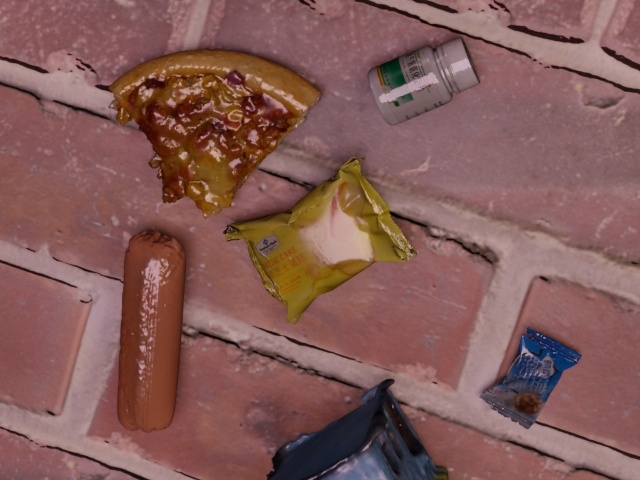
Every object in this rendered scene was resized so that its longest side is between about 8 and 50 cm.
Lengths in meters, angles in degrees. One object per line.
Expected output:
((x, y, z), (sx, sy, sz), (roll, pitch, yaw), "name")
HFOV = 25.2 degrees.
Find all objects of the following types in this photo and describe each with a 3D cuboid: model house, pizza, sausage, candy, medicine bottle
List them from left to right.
((-0.233, 0.128, 1.965), (0.086, 0.086, 0.289), (7, 104, 6), "sausage")
((-0.147, -0.138, 1.890), (0.290, 0.081, 0.228), (5, 105, 5), "pizza")
((0.075, 0.382, 1.905), (0.215, 0.237, 0.303), (-30, 98, 14), "model house")
((0.133, -0.206, 1.832), (0.130, 0.080, 0.080), (-22, 100, 13), "medicine bottle")
((0.280, 0.187, 1.934), (0.088, 0.038, 0.136), (26, 114, -13), "candy")

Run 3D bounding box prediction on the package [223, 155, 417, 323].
((0.000, 0.000, 1.897), (0.226, 0.090, 0.168), (-32, 96, 17), "package")
